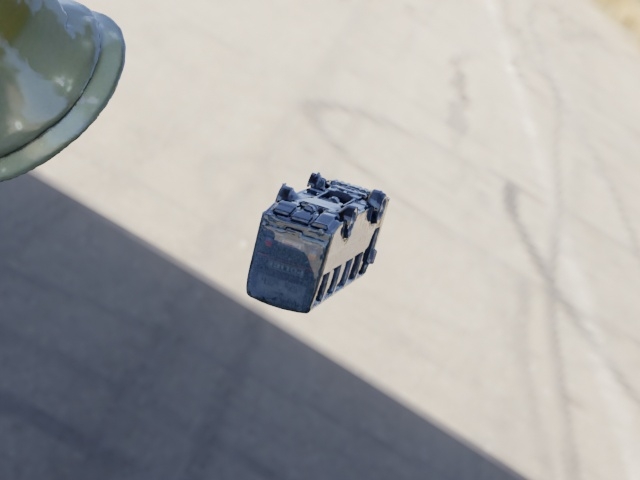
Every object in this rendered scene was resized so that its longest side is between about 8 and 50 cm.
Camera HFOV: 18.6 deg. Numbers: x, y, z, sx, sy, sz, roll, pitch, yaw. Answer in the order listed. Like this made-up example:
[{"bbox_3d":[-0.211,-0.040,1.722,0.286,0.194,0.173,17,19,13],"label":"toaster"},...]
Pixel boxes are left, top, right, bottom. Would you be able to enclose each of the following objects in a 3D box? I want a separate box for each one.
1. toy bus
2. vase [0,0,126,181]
[{"bbox_3d":[0.000,0.000,1.128,0.047,0.065,0.166,17,10,11],"label":"toy bus"},{"bbox_3d":[-0.224,-0.169,0.910,0.321,0.173,0.173,51,-3,-39],"label":"vase"}]
